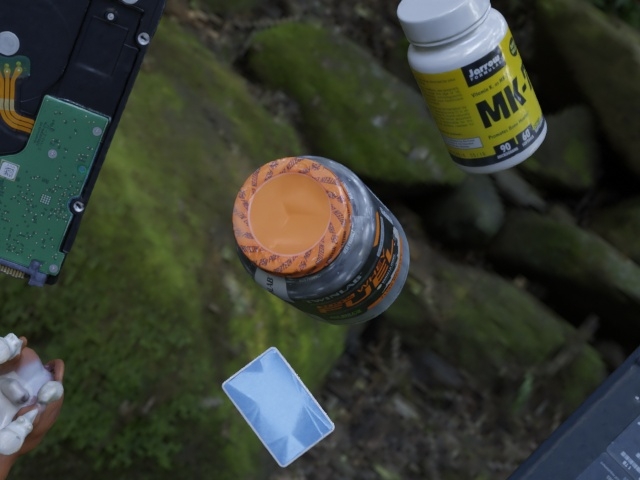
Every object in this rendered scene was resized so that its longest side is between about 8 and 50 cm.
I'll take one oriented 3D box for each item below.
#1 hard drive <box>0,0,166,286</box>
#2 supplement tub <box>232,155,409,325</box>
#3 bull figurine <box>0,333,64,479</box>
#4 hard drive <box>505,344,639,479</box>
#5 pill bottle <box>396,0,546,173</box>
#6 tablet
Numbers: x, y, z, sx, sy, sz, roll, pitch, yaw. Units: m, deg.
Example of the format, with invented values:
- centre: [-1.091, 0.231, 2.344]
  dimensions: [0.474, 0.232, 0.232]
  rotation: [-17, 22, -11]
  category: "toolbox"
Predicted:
- centre: [-0.295, -0.142, 1.333]
  dimensions: [0.237, 0.339, 0.064]
  rotation: [20, 22, -10]
  category: "hard drive"
- centre: [0.000, 0.000, 1.198]
  dimensions: [0.117, 0.117, 0.190]
  rotation: [42, 2, 19]
  category: "supplement tub"
- centre: [-0.334, 0.204, 1.248]
  dimensions: [0.101, 0.310, 0.188]
  rotation: [41, -17, -2]
  category: "bull figurine"
- centre: [0.121, 0.121, 0.604]
  dimensions: [0.094, 0.135, 0.022]
  rotation: [47, 9, 22]
  category: "hard drive"
- centre: [0.169, -0.189, 1.661]
  dimensions: [0.208, 0.119, 0.119]
  rotation: [62, 3, -31]
  category: "pill bottle"
- centre: [-0.034, 0.132, 1.168]
  dimensions: [0.083, 0.054, 0.006]
  rotation: [53, -7, 8]
  category: "tablet"
